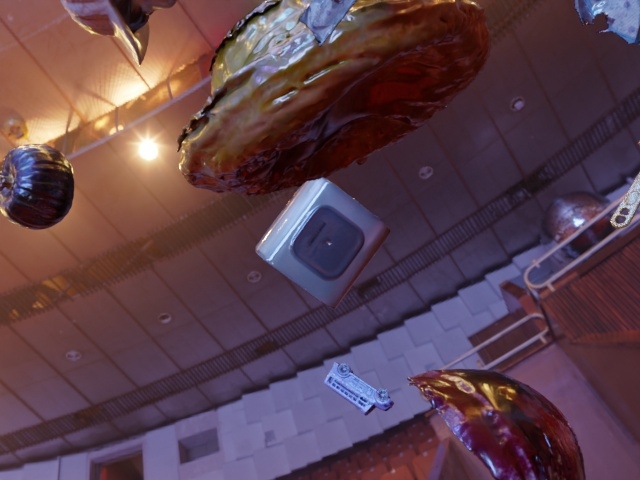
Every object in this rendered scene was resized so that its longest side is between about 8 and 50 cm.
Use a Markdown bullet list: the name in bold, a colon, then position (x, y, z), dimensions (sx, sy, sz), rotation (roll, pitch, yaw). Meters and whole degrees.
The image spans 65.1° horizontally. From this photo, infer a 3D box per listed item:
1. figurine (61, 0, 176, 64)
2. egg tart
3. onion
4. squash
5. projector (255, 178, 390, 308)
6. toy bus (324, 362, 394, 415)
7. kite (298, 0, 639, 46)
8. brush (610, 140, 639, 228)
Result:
- **figurine**: position (-0.248, -0.439, 0.748), dimensions (0.332, 0.185, 0.204), rotation (-42, -86, 7)
- **egg tart**: position (-0.001, -0.207, 0.686), dimensions (0.443, 0.178, 0.443), rotation (-25, -5, -2)
- **onion**: position (0.291, 0.286, 0.781), dimensions (0.146, 0.314, 0.280), rotation (-47, -42, 4)
- **squash**: position (-0.638, -0.121, 1.124), dimensions (0.193, 0.193, 0.156), rotation (-34, -42, 10)
- **projector**: position (0.000, 0.000, 1.308), dimensions (0.248, 0.248, 0.249), rotation (37, -92, -8)
- **toy bus**: position (0.094, 0.367, 1.216), dimensions (0.076, 0.167, 0.073), rotation (-54, -25, -15)
- **kite**: position (0.103, -0.282, 0.314), dimensions (0.406, 0.014, 0.368), rotation (43, -62, -4)
- **brush**: position (0.714, -0.147, 1.094), dimensions (0.013, 0.103, 0.272), rotation (27, -87, -35)
